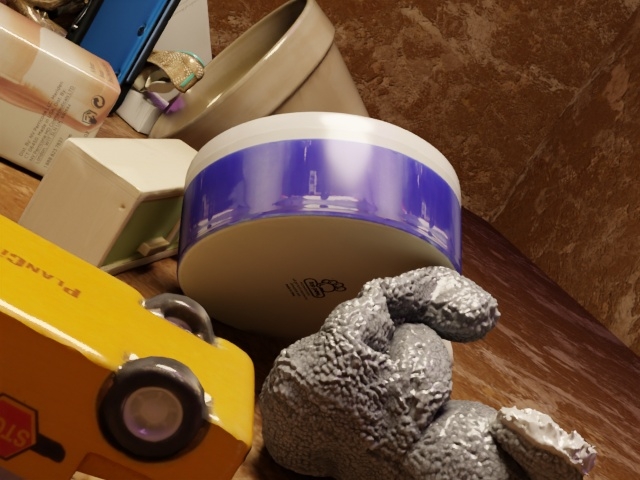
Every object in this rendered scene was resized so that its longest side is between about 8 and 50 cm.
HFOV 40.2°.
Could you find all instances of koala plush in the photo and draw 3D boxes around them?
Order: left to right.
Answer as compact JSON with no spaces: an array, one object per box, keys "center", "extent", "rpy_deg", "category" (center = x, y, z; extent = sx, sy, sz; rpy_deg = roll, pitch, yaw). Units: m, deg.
[{"center":[0.084,0.156,0.663],"extent":[0.221,0.196,0.203],"rpy_deg":[41,25,30],"category":"koala plush"}]

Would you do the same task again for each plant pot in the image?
[{"center":[-0.051,-0.161,1.331],"extent":[0.280,0.323,0.323],"rpy_deg":[47,6,-22],"category":"plant pot"}]

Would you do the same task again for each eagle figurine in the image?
[{"center":[-0.426,-0.382,1.420],"extent":[0.225,0.226,0.298],"rpy_deg":[14,17,3],"category":"eagle figurine"}]

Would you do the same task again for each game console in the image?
[{"center":[-0.242,-0.274,1.199],"extent":[0.173,0.293,0.250],"rpy_deg":[38,13,17],"category":"game console"}]

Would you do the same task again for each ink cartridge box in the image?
[{"center":[-0.294,-0.219,1.433],"extent":[0.122,0.052,0.088],"rpy_deg":[39,14,29],"category":"ink cartridge box"}]

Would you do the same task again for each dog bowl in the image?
[{"center":[0.000,0.000,0.823],"extent":[0.265,0.265,0.104],"rpy_deg":[25,54,-35],"category":"dog bowl"}]

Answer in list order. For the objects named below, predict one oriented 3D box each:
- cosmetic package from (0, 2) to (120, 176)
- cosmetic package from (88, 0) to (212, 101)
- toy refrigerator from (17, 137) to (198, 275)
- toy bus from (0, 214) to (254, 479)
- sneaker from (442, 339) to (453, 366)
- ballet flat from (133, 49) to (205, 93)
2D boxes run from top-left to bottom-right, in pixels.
[{"center":[-0.377,-0.193,0.922],"extent":[0.296,0.129,0.153],"rpy_deg":[26,13,-29],"category":"cosmetic package"},{"center":[-0.320,-0.443,1.525],"extent":[0.217,0.156,0.385],"rpy_deg":[42,-24,19],"category":"cosmetic package"},{"center":[-0.181,-0.037,0.889],"extent":[0.094,0.102,0.269],"rpy_deg":[35,11,6],"category":"toy refrigerator"},{"center":[-0.200,0.044,0.445],"extent":[0.333,0.130,0.108],"rpy_deg":[31,11,-13],"category":"toy bus"},{"center":[0.042,0.058,1.064],"extent":[0.305,0.114,0.152],"rpy_deg":[37,14,17],"category":"sneaker"},{"center":[-0.264,-0.266,1.373],"extent":[0.206,0.067,0.073],"rpy_deg":[14,-25,48],"category":"ballet flat"}]
